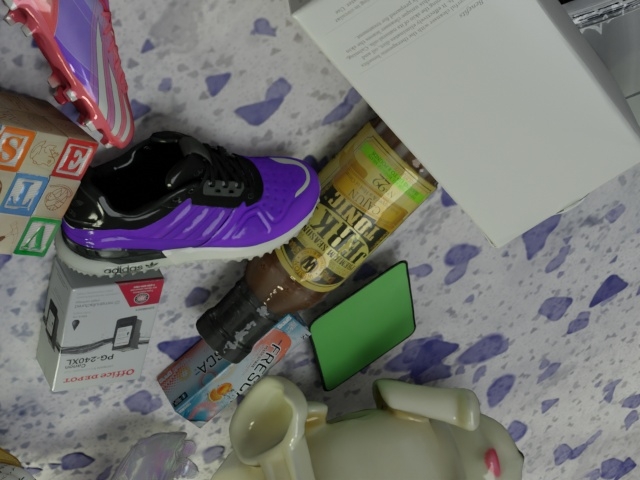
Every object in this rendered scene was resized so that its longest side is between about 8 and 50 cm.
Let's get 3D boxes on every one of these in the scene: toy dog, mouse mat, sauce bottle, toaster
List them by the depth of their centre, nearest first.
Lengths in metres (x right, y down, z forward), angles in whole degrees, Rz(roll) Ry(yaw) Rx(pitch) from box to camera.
[{"bbox_3d":[0.285,-0.230,1.540,0.227,0.129,0.146,-20,133,-8],"label":"toaster"},{"bbox_3d":[0.000,0.000,1.567,0.344,0.111,0.111,-47,138,11],"label":"sauce bottle"},{"bbox_3d":[0.055,0.110,1.754,0.152,0.007,0.189,-34,148,-13],"label":"mouse mat"},{"bbox_3d":[0.085,0.335,1.810,0.408,0.284,0.395,-5,153,-34],"label":"toy dog"}]

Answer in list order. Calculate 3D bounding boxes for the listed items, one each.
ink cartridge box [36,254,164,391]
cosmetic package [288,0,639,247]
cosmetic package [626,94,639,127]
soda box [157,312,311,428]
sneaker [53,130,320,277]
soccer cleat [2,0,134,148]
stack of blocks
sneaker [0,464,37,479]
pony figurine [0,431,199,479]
[{"bbox_3d":[-0.242,0.087,1.518,0.109,0.063,0.150,-6,130,-30],"label":"ink cartridge box"},{"bbox_3d":[0.145,-0.186,1.369,0.197,0.155,0.365,-31,127,18],"label":"cosmetic package"},{"bbox_3d":[0.513,-0.057,1.662,0.097,0.377,0.284,-48,137,12],"label":"cosmetic package"},{"bbox_3d":[-0.103,0.138,1.660,0.183,0.063,0.058,-41,139,5],"label":"soda box"},{"bbox_3d":[-0.124,-0.053,1.423,0.293,0.102,0.146,-14,144,-24],"label":"sneaker"},{"bbox_3d":[-0.217,-0.180,1.281,0.095,0.083,0.248,-42,140,-11],"label":"soccer cleat"},{"bbox_3d":[-0.355,-0.052,1.222,0.297,0.087,0.171,7,116,-57],"label":"stack of blocks"},{"bbox_3d":[-0.322,0.354,1.415,0.145,0.090,0.270,-51,150,-48],"label":"sneaker"},{"bbox_3d":[-0.257,0.372,1.609,0.303,0.363,0.351,-48,154,2],"label":"pony figurine"}]
